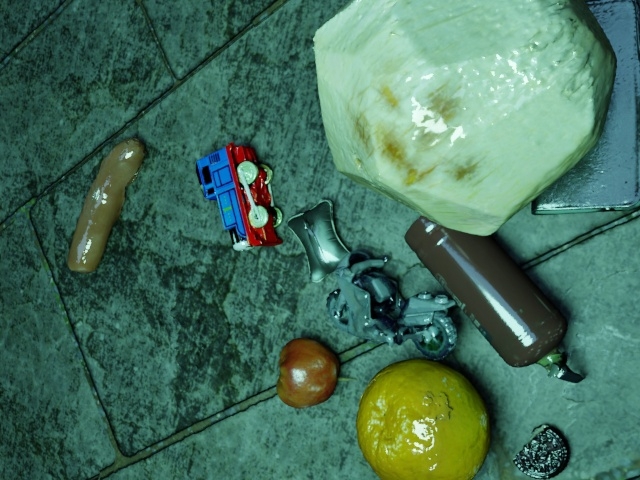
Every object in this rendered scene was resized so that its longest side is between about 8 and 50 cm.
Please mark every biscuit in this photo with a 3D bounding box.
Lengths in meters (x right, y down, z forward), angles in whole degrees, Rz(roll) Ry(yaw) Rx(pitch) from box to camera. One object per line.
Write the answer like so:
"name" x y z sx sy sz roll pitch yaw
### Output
"biscuit" 0.351 0.338 1.013 0.089 0.027 0.087 -11 87 26

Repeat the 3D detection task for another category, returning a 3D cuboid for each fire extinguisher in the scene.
"fire extinguisher" 0.281 0.089 0.993 0.114 0.135 0.337 -47 67 24

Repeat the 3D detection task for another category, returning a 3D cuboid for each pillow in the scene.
"pillow" 0.000 0.000 1.164 0.091 0.055 0.136 -24 83 -8

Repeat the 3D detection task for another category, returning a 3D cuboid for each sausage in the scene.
"sausage" -0.468 -0.079 1.377 0.087 0.079 0.327 34 104 33

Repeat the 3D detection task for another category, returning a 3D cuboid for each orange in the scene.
"orange" 0.163 0.297 1.010 0.219 0.193 0.219 -177 90 -69

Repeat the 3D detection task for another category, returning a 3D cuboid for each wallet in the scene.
"wallet" 0.404 -0.200 0.966 0.172 0.045 0.318 -3 91 29

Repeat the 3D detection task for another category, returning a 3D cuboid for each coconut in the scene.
"coconut" 0.178 -0.201 0.889 0.415 0.344 0.416 -13 70 42

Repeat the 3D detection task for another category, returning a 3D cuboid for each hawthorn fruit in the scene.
"hawthorn fruit" -0.021 0.242 1.142 0.140 0.125 0.125 22 100 26

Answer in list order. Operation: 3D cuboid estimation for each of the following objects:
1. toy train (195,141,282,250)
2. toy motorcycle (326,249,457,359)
"toy train" -0.151 -0.079 1.220 0.131 0.082 0.204 -19 81 25
"toy motorcycle" 0.110 0.101 1.066 0.270 0.106 0.159 8 108 44
